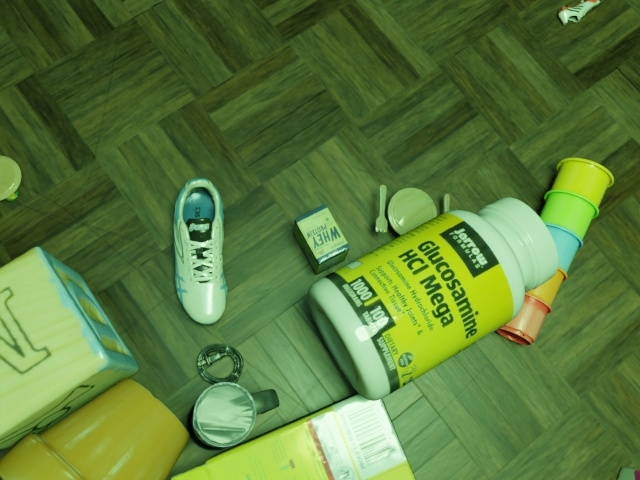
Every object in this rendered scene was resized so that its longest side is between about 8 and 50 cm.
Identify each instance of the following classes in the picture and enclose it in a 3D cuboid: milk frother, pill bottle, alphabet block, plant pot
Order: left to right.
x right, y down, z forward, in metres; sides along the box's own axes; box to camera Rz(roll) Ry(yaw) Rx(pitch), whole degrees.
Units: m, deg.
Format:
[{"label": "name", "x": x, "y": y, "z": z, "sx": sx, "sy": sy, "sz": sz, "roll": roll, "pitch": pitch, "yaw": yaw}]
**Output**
[{"label": "alphabet block", "x": -0.405, "y": 0.156, "z": 0.832, "sx": 0.197, "sy": 0.192, "sz": 0.193, "roll": -34, "pitch": 78, "yaw": -13}, {"label": "plant pot", "x": -0.290, "y": 0.299, "z": 0.808, "sx": 0.205, "sy": 0.205, "sz": 0.188, "roll": 39, "pitch": 61, "yaw": 7}, {"label": "milk frother", "x": -0.144, "y": 0.219, "z": 0.857, "sx": 0.129, "sy": 0.134, "sz": 0.143, "roll": -33, "pitch": 81, "yaw": -26}, {"label": "pill bottle", "x": 0.165, "y": 0.072, "z": 0.860, "sx": 0.334, "sy": 0.188, "sz": 0.187, "roll": -28, "pitch": 79, "yaw": -12}]

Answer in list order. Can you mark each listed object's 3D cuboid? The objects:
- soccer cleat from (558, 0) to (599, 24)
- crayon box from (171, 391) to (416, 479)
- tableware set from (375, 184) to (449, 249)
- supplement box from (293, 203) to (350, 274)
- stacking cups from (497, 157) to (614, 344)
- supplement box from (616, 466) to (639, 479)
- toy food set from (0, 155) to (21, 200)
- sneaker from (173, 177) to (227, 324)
[{"label": "soccer cleat", "x": 0.497, "y": -0.438, "z": 1.136, "sx": 0.083, "sy": 0.029, "sz": 0.035, "roll": -17, "pitch": 86, "yaw": -5}, {"label": "crayon box", "x": -0.027, "y": 0.366, "z": 0.855, "sx": 0.319, "sy": 0.081, "sz": 0.202, "roll": -20, "pitch": 77, "yaw": -9}, {"label": "tableware set", "x": 0.145, "y": 0.010, "z": 0.987, "sx": 0.128, "sy": 0.039, "sz": 0.194, "roll": 7, "pitch": 80, "yaw": -14}, {"label": "supplement box", "x": 0.000, "y": 0.000, "z": 0.954, "sx": 0.056, "sy": 0.083, "sz": 0.083, "roll": -27, "pitch": 79, "yaw": -11}, {"label": "stacking cups", "x": 0.383, "y": 0.022, "z": 0.978, "sx": 0.096, "sy": 0.096, "sz": 0.316, "roll": 25, "pitch": 79, "yaw": 3}, {"label": "supplement box", "x": 0.545, "y": 0.437, "z": 0.859, "sx": 0.220, "sy": 0.111, "sz": 0.113, "roll": 30, "pitch": 76, "yaw": 5}, {"label": "toy food set", "x": -0.536, "y": -0.101, "z": 0.978, "sx": 0.084, "sy": 0.020, "sz": 0.082, "roll": 6, "pitch": 75, "yaw": -3}, {"label": "sneaker", "x": -0.192, "y": 0.015, "z": 0.938, "sx": 0.085, "sy": 0.086, "sz": 0.237, "roll": -5, "pitch": 77, "yaw": -7}]
